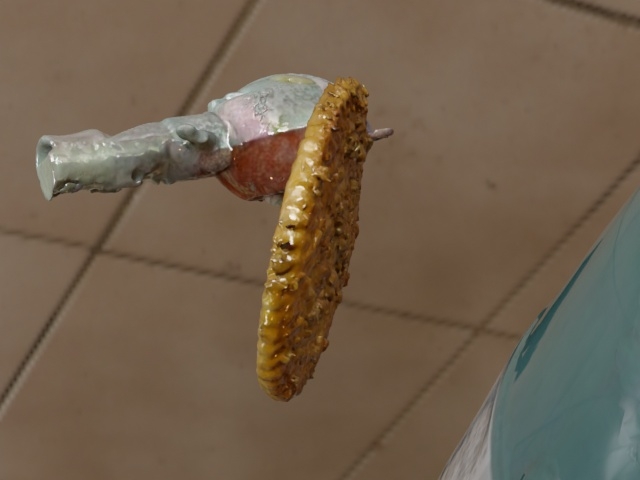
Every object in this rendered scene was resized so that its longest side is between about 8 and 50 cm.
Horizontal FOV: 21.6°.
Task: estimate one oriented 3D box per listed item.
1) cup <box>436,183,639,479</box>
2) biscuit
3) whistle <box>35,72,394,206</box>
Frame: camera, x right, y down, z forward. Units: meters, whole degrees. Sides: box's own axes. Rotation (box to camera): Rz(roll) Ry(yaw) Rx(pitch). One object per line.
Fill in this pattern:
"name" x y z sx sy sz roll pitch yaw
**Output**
"cup" 0.116 0.111 0.404 0.290 0.219 0.257 -38 159 -45
"biscuit" 0.000 0.000 1.269 0.035 0.254 0.254 12 142 8
"whistle" -0.088 -0.083 1.563 0.346 0.142 0.133 -9 104 -24
